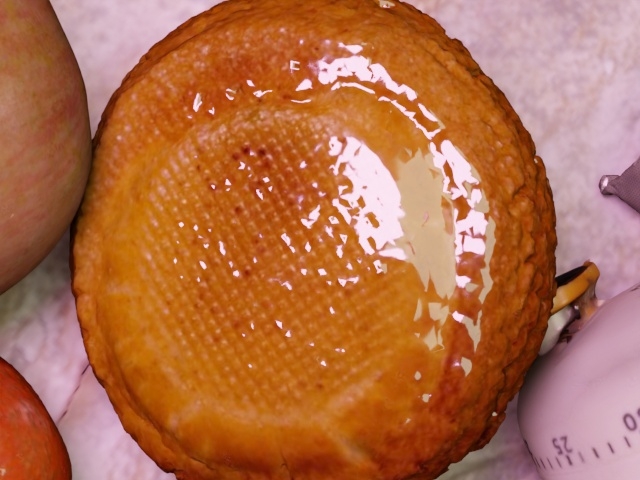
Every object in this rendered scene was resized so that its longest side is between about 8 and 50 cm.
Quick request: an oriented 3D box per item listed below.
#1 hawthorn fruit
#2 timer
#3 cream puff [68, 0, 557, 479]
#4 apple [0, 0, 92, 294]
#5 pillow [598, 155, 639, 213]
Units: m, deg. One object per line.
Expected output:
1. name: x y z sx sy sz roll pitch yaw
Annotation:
1. hawthorn fruit: -0.210 0.122 0.853 0.133 0.133 0.138 -13 70 -18
2. timer: 0.247 0.108 0.939 0.233 0.233 0.240 -28 89 -18
3. cream puff: 0.000 0.000 0.883 0.303 0.212 0.303 1 92 19
4. apple: -0.258 -0.066 0.793 0.234 0.257 0.256 -26 91 -27
5. pillow: 0.322 0.000 1.016 0.255 0.169 0.059 39 39 -8
